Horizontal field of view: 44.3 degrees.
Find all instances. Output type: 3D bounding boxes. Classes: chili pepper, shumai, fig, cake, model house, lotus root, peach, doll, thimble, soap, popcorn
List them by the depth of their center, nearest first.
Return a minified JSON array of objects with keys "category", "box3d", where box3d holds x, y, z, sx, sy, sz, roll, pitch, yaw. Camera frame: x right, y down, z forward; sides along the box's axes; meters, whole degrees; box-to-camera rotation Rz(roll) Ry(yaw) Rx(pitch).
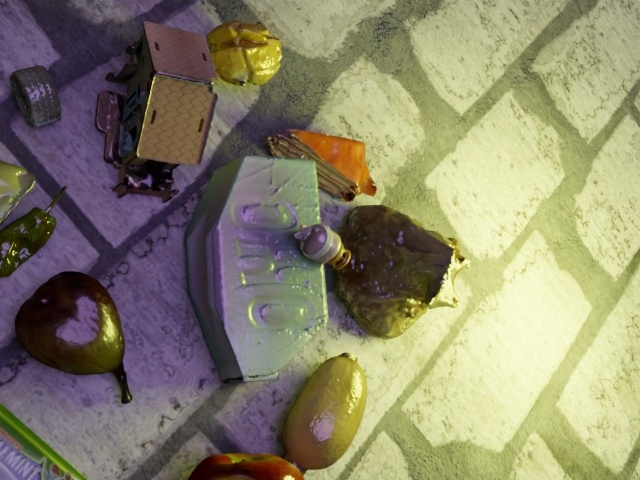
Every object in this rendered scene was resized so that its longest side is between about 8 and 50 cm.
[{"category":"fig","box3d":[-0.415,0.190,1.411,0.170,0.146,0.274,-47,118,-28]},{"category":"chili pepper","box3d":[-0.526,-0.012,1.416,0.204,0.073,0.072,-45,122,-19]},{"category":"peach","box3d":[-0.130,0.532,1.442,0.245,0.249,0.274,19,78,-51]},{"category":"thimble","box3d":[-0.528,-0.267,1.460,0.062,0.084,0.110,-23,105,-31]},{"category":"model house","box3d":[-0.310,-0.256,1.499,0.169,0.244,0.326,10,76,-32]},{"category":"doll","box3d":[0.000,0.000,1.559,0.127,0.073,0.084,38,28,-28]},{"category":"soap","box3d":[-0.127,0.060,1.593,0.261,0.156,0.446,2,79,-32]},{"category":"lotus root","box3d":[0.012,0.364,1.625,0.146,0.131,0.303,39,63,-17]},{"category":"popcorn","box3d":[-0.166,-0.401,1.675,0.167,0.148,0.152,18,48,-38]},{"category":"shumai","box3d":[0.188,0.047,1.727,0.267,0.262,0.314,-20,89,-34]},{"category":"cake","box3d":[0.005,-0.192,1.764,0.287,0.098,0.135,25,69,-30]}]

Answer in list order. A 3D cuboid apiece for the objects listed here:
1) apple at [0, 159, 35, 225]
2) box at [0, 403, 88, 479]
[{"category":"apple","box3d":[-0.642,-0.051,1.329,0.193,0.120,0.265,36,60,-6]},{"category":"box","box3d":[-0.518,0.383,1.319,0.345,0.097,0.134,48,61,-14]}]
